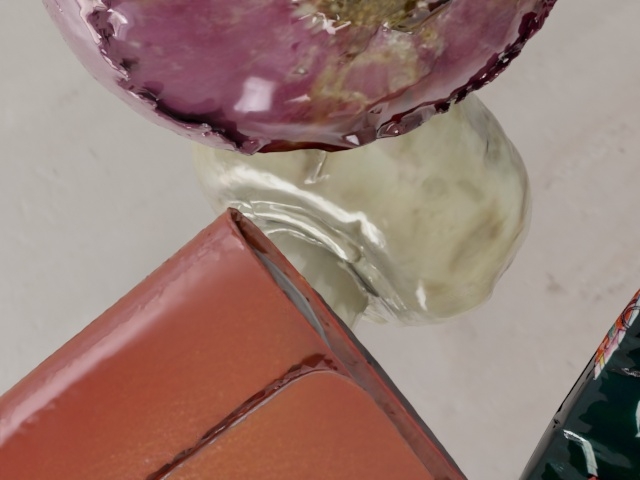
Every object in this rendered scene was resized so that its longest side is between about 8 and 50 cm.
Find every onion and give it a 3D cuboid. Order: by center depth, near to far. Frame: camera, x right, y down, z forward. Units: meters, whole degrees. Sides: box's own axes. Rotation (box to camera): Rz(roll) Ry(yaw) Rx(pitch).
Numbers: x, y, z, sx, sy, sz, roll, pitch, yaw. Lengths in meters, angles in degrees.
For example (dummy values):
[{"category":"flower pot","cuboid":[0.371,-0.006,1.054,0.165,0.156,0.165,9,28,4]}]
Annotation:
[{"category":"onion","cuboid":[-0.007,-0.243,1.057,0.358,0.345,0.358,-1,145,-1]}]

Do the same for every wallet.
[{"category":"wallet","cuboid":[-0.060,0.105,0.541,0.204,0.045,0.142,-38,87,12]}]

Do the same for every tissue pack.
[{"category":"tissue pack","cuboid":[0.151,0.084,0.751,0.090,0.103,0.170,35,109,20]}]

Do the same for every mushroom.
[{"category":"mushroom","cuboid":[0.000,0.000,1.437,0.314,0.314,0.336,40,65,-20]}]
